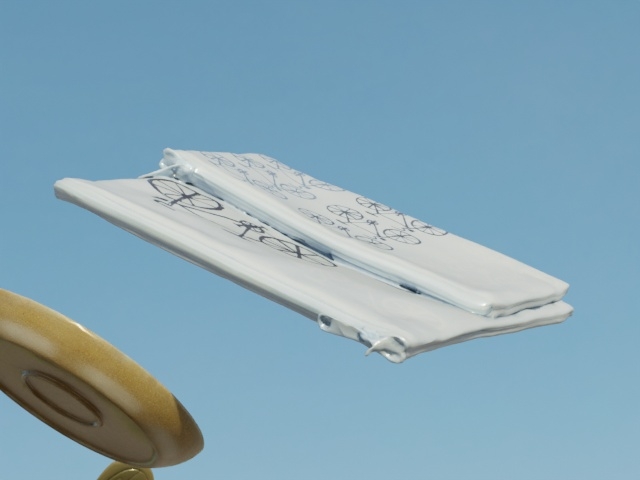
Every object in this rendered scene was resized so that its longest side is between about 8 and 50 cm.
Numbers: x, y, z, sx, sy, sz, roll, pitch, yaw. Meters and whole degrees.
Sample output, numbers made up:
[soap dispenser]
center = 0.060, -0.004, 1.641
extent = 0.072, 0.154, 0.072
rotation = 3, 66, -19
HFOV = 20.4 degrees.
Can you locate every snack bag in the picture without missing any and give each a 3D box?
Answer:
[snack bag]
center = 0.000, 0.000, 1.371
extent = 0.323, 0.037, 0.342
rotation = 25, 14, 25

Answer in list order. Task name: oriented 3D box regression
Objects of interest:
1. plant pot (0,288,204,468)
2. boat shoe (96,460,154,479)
[plant pot]
center = -0.203, 0.119, 1.443
extent = 0.236, 0.032, 0.236
rotation = 26, -23, 12
[boat shoe]
center = -0.237, 0.335, 1.969
extent = 0.080, 0.224, 0.073
rotation = 15, 11, -5
